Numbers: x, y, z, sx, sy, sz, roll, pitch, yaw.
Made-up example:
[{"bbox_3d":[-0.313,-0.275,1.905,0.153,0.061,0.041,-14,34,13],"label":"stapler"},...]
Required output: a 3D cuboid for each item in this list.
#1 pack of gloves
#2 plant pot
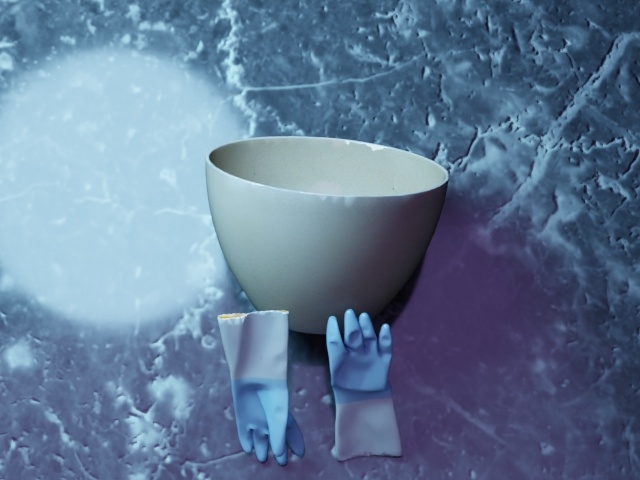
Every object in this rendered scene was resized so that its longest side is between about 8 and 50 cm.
[{"bbox_3d":[-0.008,0.182,1.647,0.195,0.232,0.046,-4,35,5],"label":"pack of gloves"},{"bbox_3d":[0.000,0.000,1.681,0.284,0.284,0.191,6,107,1],"label":"plant pot"}]
